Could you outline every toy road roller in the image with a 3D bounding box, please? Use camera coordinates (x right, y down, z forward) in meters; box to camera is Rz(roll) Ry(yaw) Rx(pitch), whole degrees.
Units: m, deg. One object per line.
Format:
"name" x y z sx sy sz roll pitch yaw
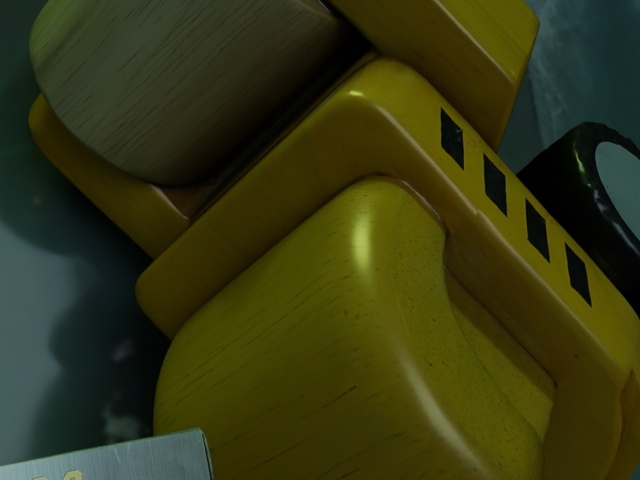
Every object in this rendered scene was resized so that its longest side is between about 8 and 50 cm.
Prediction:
"toy road roller" 0.000 0.000 0.417 0.329 0.202 0.240 46 35 -8

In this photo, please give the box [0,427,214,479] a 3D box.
"box" -0.173 0.119 0.337 0.231 0.183 0.056 -6 77 -30
